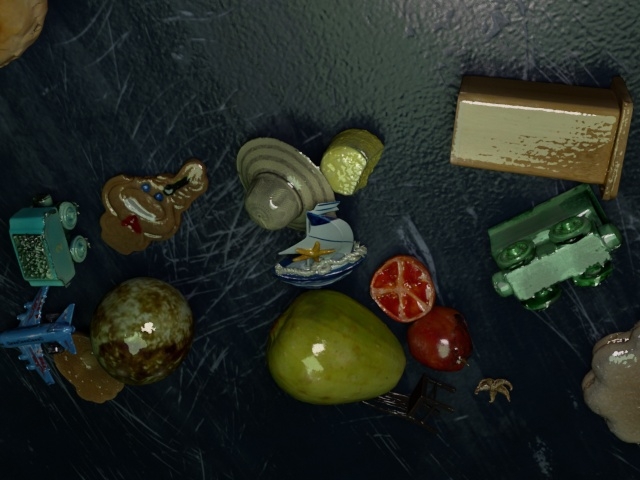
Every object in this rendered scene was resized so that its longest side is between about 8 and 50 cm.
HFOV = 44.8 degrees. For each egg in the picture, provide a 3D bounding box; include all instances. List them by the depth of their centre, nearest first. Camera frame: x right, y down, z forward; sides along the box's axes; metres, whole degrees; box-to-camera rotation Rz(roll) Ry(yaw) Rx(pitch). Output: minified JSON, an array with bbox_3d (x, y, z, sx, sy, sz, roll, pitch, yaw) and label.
[{"bbox_3d":[-0.417,0.221,1.811,0.238,0.238,0.289,21,127,-1],"label":"egg"}]

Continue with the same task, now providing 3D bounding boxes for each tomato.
[{"bbox_3d":[0.195,0.103,1.727,0.155,0.069,0.156,10,110,31],"label":"tomato"}]

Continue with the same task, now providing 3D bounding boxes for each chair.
[{"bbox_3d":[0.208,0.371,1.868,0.212,0.084,0.101,25,122,-3],"label":"chair"}]

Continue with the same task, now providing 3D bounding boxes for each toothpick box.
[{"bbox_3d":[0.411,-0.212,1.475,0.308,0.187,0.190,8,119,10],"label":"toothpick box"}]

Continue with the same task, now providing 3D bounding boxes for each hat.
[{"bbox_3d":[-0.097,-0.081,1.610,0.252,0.110,0.252,24,143,20],"label":"hat"}]

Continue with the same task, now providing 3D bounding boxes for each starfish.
[{"bbox_3d":[0.418,0.355,1.853,0.091,0.028,0.078,31,124,-10],"label":"starfish"}]

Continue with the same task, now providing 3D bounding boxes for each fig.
[{"bbox_3d":[0.038,0.253,1.745,0.326,0.258,0.258,22,120,-21],"label":"fig"}]

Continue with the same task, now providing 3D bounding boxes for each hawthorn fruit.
[{"bbox_3d":[0.274,0.228,1.734,0.148,0.172,0.148,-13,124,-21],"label":"hawthorn fruit"}]

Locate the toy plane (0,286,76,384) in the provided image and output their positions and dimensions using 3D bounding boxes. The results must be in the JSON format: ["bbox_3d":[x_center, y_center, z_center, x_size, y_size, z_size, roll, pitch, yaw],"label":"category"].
[{"bbox_3d":[-0.704,0.233,1.927,0.271,0.105,0.254,-12,78,34],"label":"toy plane"}]

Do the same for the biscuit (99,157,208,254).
[{"bbox_3d":[-0.383,-0.085,1.757,0.319,0.047,0.183,-23,114,19],"label":"biscuit"}]

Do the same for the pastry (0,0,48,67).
[{"bbox_3d":[-0.712,-0.511,1.474,0.409,0.245,0.410,4,121,7],"label":"pastry"}]

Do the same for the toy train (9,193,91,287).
[{"bbox_3d":[-0.622,0.004,1.776,0.112,0.163,0.203,-3,117,13],"label":"toy train"}]

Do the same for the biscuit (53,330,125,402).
[{"bbox_3d":[-0.586,0.317,1.997,0.181,0.049,0.208,-30,104,23],"label":"biscuit"}]

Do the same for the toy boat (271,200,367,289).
[{"bbox_3d":[0.000,0.000,1.659,0.220,0.067,0.291,-10,143,-8],"label":"toy boat"}]

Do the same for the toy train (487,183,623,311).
[{"bbox_3d":[0.469,0.020,1.567,0.266,0.202,0.145,-27,111,22],"label":"toy train"}]

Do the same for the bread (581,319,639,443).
[{"bbox_3d":[0.691,0.307,1.741,0.183,0.102,0.337,10,121,9],"label":"bread"}]

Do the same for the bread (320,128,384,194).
[{"bbox_3d":[0.059,-0.163,1.598,0.111,0.114,0.129,22,116,5],"label":"bread"}]
